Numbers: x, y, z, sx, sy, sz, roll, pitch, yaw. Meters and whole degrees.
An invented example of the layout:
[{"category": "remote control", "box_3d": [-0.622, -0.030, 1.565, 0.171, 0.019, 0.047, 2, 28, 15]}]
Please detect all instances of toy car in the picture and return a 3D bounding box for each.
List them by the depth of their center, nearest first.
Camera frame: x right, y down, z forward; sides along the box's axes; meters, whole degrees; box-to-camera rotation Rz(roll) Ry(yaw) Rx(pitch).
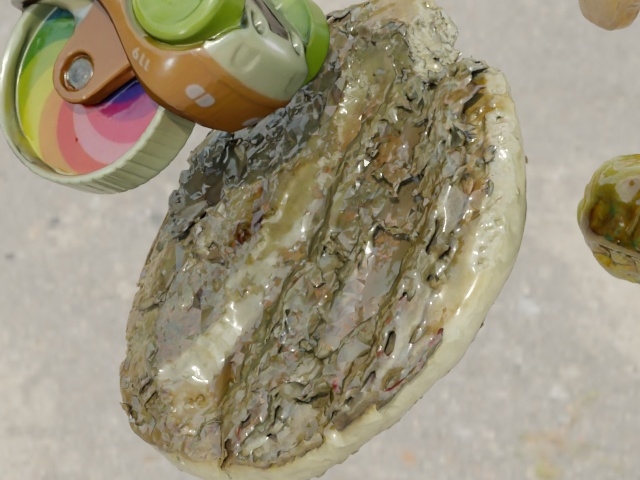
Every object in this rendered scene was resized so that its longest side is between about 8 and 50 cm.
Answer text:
[{"category": "toy car", "box_3d": [-0.136, -0.140, 1.293, 0.235, 0.145, 0.235, -7, 75, 28]}]

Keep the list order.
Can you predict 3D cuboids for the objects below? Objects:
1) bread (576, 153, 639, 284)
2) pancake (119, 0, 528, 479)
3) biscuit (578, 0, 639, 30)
[{"category": "bread", "box_3d": [0.291, 0.008, 1.341, 0.269, 0.098, 0.087, 24, 65, 45]}, {"category": "pancake", "box_3d": [-0.001, -0.001, 1.321, 0.071, 0.382, 0.382, 29, 25, -36]}, {"category": "biscuit", "box_3d": [0.280, -0.278, 1.793, 0.029, 0.221, 0.142, -6, 76, -10]}]
